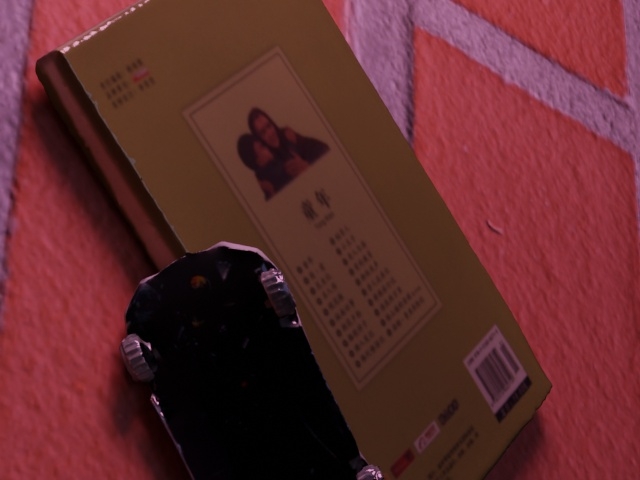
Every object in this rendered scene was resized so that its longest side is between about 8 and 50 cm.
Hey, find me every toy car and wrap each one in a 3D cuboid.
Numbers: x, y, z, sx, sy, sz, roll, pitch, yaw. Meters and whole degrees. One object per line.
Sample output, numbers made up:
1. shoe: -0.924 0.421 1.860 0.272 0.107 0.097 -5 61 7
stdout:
1. toy car: -0.031 0.101 1.013 0.205 0.095 0.056 64 0 0

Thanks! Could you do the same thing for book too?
1. book: 0.000 0.000 1.136 0.352 0.035 0.239 58 41 -7
